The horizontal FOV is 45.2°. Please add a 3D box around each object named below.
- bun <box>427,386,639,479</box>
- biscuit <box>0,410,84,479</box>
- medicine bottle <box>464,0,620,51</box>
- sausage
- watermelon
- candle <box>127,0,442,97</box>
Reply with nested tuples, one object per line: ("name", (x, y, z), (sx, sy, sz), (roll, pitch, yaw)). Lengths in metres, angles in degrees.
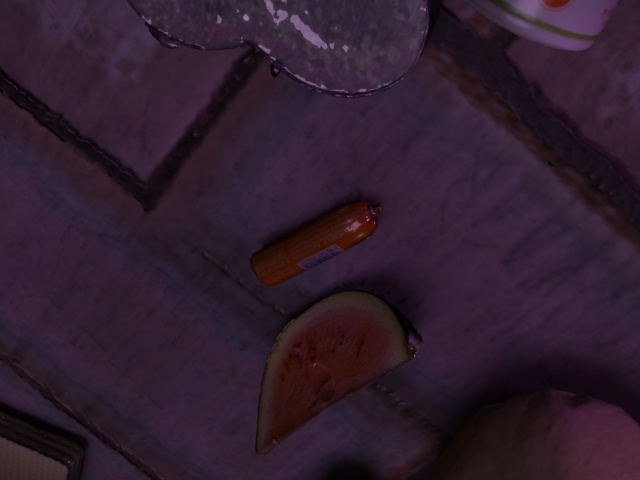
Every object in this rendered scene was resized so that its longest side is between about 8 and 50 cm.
("bun", (0.170, 0.191, 0.557), (0.178, 0.128, 0.193), (29, 135, -2))
("biscuit", (-0.335, 0.210, 0.761), (0.199, 0.040, 0.121), (23, 126, 3))
("medicine bottle", (0.139, -0.188, 0.360), (0.086, 0.086, 0.183), (26, 124, 0))
("sausage", (0.000, 0.000, 0.545), (0.107, 0.031, 0.031), (-27, 110, 26))
("watermelon", (0.020, 0.095, 0.576), (0.069, 0.087, 0.163), (24, 132, -37))
("candle", (-0.017, -0.175, 0.423), (0.192, 0.068, 0.168), (21, 127, 1))
